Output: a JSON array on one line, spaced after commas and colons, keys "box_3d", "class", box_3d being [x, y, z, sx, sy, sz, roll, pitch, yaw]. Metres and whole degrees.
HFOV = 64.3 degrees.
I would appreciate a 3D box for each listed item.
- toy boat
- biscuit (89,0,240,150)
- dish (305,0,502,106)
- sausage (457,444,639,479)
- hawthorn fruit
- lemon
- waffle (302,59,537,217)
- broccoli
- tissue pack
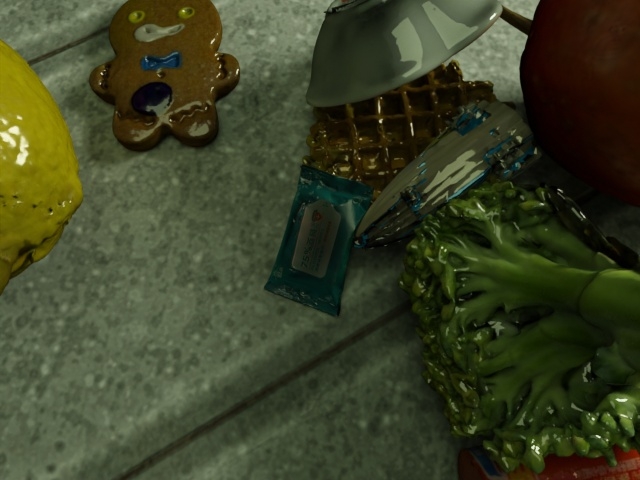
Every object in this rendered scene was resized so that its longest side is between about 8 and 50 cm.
[{"box_3d": [0.114, -0.059, 0.490, 0.210, 0.066, 0.084, -37, 73, -4], "class": "toy boat"}, {"box_3d": [-0.188, -0.216, 0.618, 0.180, 0.039, 0.236, -7, 68, -1], "class": "biscuit"}, {"box_3d": [0.067, -0.233, 0.529, 0.230, 0.081, 0.229, -25, 31, 16], "class": "dish"}, {"box_3d": [0.261, 0.192, 0.441, 0.274, 0.074, 0.074, -9, 70, -3], "class": "sausage"}, {"box_3d": [0.308, -0.175, 0.481, 0.330, 0.287, 0.287, 29, 72, 23], "class": "hawthorn fruit"}, {"box_3d": [-0.357, -0.076, 0.456, 0.245, 0.245, 0.319, -32, 76, -11], "class": "lemon"}, {"box_3d": [0.105, -0.109, 0.567, 0.232, 0.051, 0.228, 40, 75, 14], "class": "waffle"}, {"box_3d": [0.156, 0.076, 0.406, 0.180, 0.273, 0.242, -28, 88, 15], "class": "broccoli"}, {"box_3d": [0.000, 0.000, 0.522, 0.085, 0.028, 0.138, 19, 94, 15], "class": "tissue pack"}]
